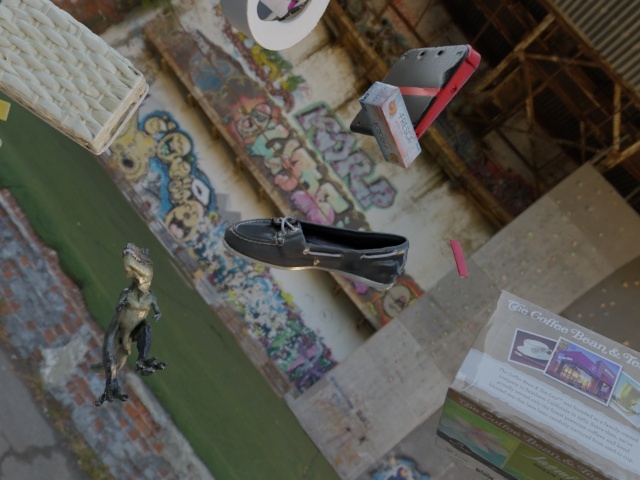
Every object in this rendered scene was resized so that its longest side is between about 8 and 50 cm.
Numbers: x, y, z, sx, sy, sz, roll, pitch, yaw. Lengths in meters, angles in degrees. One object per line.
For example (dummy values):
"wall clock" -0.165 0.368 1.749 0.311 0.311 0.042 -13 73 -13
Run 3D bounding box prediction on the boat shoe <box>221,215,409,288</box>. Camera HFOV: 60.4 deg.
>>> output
"boat shoe" 0.000 0.000 0.965 0.335 0.096 0.112 13 28 -19

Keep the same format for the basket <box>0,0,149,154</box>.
"basket" -0.293 -0.191 0.627 0.167 0.113 0.103 36 -7 -20

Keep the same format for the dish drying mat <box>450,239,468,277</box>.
"dish drying mat" 0.296 0.039 1.172 0.032 0.008 0.083 15 57 -40

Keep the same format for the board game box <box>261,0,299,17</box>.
"board game box" -0.018 -0.470 0.583 0.318 0.318 0.066 57 19 14

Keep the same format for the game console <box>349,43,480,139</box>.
"game console" 0.278 -0.447 1.680 0.060 0.342 0.386 36 -2 -28

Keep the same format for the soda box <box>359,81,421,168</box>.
"soda box" 0.144 -0.230 1.114 0.063 0.058 0.183 29 -18 38

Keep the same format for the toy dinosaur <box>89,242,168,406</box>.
"toy dinosaur" -0.234 0.125 0.660 0.064 0.268 0.118 8 42 -32

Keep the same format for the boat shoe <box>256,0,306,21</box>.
"boat shoe" -0.042 -0.361 0.811 0.142 0.040 0.049 -1 -84 52

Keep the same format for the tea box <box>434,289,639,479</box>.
"tea box" 0.399 0.310 0.954 0.328 0.220 0.324 26 -30 24

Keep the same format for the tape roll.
"tape roll" -0.093 -0.589 1.258 0.100 0.286 0.286 38 -14 22

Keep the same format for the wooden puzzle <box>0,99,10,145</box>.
"wooden puzzle" -0.301 -0.074 0.433 0.014 0.116 0.078 14 -12 39
